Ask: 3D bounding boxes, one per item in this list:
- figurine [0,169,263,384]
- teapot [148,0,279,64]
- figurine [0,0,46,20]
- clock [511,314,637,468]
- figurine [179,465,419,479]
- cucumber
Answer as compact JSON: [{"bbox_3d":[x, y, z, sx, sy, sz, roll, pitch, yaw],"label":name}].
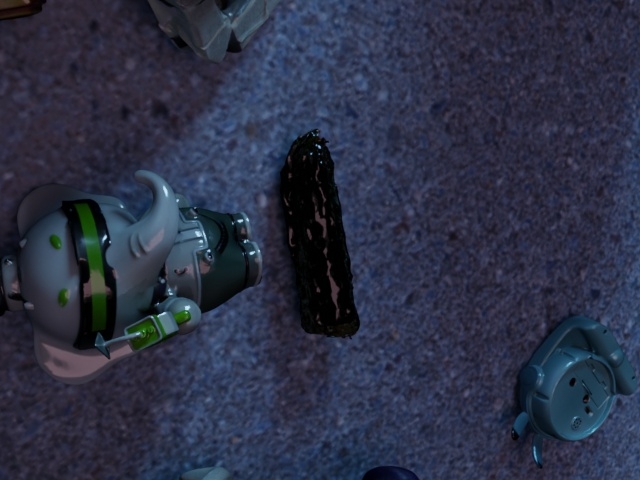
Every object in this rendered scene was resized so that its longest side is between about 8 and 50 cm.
[{"bbox_3d":[-0.138,0.019,0.617,0.192,0.126,0.147,-10,71,-20],"label":"figurine"},{"bbox_3d":[-0.061,-0.242,0.569,0.178,0.163,0.222,-47,118,-20],"label":"teapot"},{"bbox_3d":[-0.226,-0.184,0.546,0.098,0.082,0.154,-10,107,-12],"label":"figurine"},{"bbox_3d":[0.244,0.156,0.893,0.147,0.045,0.108,-45,117,-12],"label":"clock"},{"bbox_3d":[-0.079,0.272,0.660,0.420,0.193,0.154,-2,106,-23],"label":"figurine"},{"bbox_3d":[0.000,0.000,0.723,0.053,0.053,0.182,-14,106,-25],"label":"cucumber"}]
